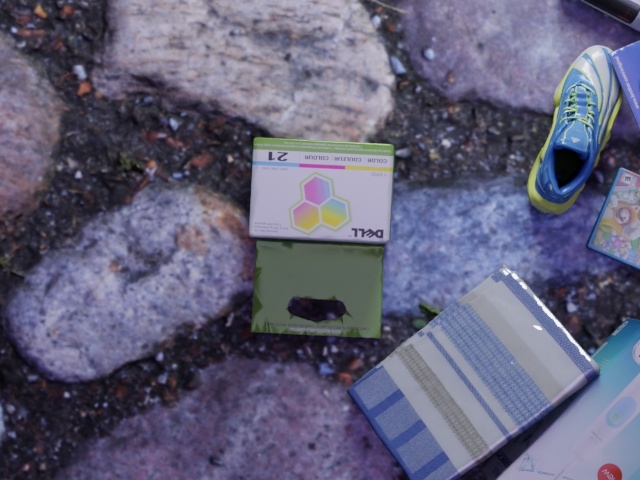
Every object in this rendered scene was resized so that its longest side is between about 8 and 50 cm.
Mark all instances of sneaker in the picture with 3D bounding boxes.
[{"bbox_3d":[0.348,-0.149,1.410,0.091,0.126,0.240,18,89,2],"label":"sneaker"}]

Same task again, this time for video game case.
[{"bbox_3d":[0.461,-0.013,1.458,0.166,0.015,0.119,23,88,2],"label":"video game case"}]

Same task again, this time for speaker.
[{"bbox_3d":[0.395,-0.334,1.453,0.136,0.055,0.055,29,89,2],"label":"speaker"}]

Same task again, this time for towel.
[{"bbox_3d":[0.195,0.181,1.396,0.285,0.034,0.209,-37,52,-1],"label":"towel"}]

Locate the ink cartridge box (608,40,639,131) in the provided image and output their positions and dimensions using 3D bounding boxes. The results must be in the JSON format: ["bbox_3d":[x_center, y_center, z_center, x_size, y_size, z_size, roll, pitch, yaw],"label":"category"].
[{"bbox_3d":[0.556,-0.221,1.441,0.311,0.065,0.186,-21,88,-3],"label":"ink cartridge box"}]

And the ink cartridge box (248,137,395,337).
[{"bbox_3d":[0.000,0.000,1.427,0.188,0.097,0.255,3,87,1],"label":"ink cartridge box"}]

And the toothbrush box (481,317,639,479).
[{"bbox_3d":[0.390,0.279,1.394,0.295,0.126,0.216,-45,88,1],"label":"toothbrush box"}]
